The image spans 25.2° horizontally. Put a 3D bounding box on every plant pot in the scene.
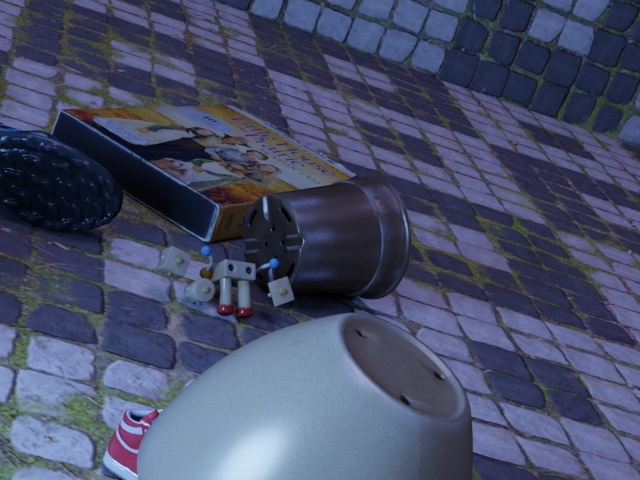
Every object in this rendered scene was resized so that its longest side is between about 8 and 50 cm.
[{"bbox_3d":[0.000,0.000,1.830,0.165,0.167,0.167,-5,31,-37],"label":"plant pot"},{"bbox_3d":[0.017,0.173,1.189,0.284,0.191,0.284,29,23,-14],"label":"plant pot"}]

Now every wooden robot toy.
[{"bbox_3d":[-0.122,0.054,1.704,0.173,0.076,0.079,11,-14,-29],"label":"wooden robot toy"}]

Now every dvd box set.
[{"bbox_3d":[-0.147,-0.109,2.104,0.307,0.062,0.420,31,21,26],"label":"dvd box set"}]

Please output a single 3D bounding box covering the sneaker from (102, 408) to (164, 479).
[{"bbox_3d":[-0.132,0.192,1.256,0.118,0.067,0.042,25,18,13],"label":"sneaker"}]

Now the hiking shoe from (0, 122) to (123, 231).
[{"bbox_3d":[-0.381,-0.105,1.743,0.304,0.113,0.132,19,19,-7],"label":"hiking shoe"}]
